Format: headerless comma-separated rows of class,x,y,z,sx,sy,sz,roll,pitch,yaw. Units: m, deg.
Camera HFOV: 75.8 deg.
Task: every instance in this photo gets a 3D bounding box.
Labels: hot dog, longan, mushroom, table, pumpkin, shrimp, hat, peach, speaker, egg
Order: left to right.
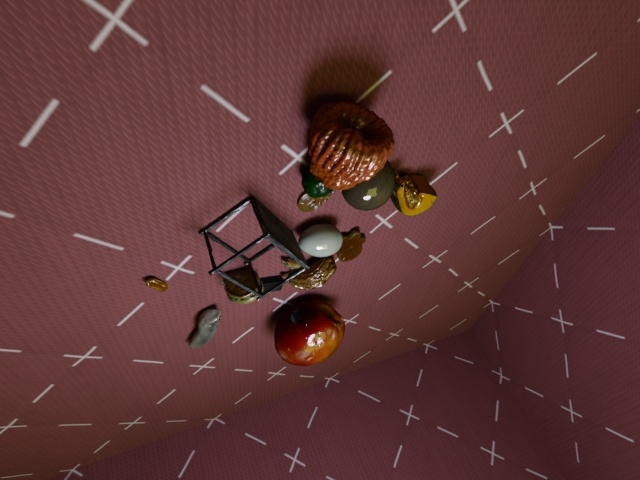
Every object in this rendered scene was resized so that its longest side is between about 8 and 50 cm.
hot dog,-0.692,0.186,1.742,0.049,0.037,0.122,-40,150,-1
mushroom,-0.587,0.457,2.104,0.110,0.097,0.351,2,138,-34
table,-0.264,0.044,1.675,0.273,0.222,0.335,-33,144,9
speaker,-0.294,0.223,2.037,0.218,0.044,0.082,-7,140,-26
shrimp,-0.163,0.134,2.018,0.124,0.034,0.178,-39,153,21
peach,-0.070,0.499,2.284,0.407,0.334,0.309,-23,139,3
hot dog,-0.034,0.178,2.076,0.259,0.114,0.175,-33,162,7
egg,0.000,0.000,1.850,0.210,0.151,0.151,-7,140,-24
hat,0.053,-0.261,1.436,0.286,0.285,0.400,-3,142,-30
longan,0.188,-0.232,1.635,0.245,0.215,0.246,-56,174,-9
pumpkin,0.407,-0.233,1.828,0.190,0.139,0.280,-24,148,2

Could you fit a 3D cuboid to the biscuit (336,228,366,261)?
biscuit,0.146,0.030,2.080,0.180,0.039,0.236,-22,146,-11

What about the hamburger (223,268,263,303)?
hamburger,-0.357,0.218,1.884,0.185,0.177,0.113,-58,163,-31

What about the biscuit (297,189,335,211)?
biscuit,-0.019,-0.178,1.718,0.175,0.026,0.124,-34,145,11
